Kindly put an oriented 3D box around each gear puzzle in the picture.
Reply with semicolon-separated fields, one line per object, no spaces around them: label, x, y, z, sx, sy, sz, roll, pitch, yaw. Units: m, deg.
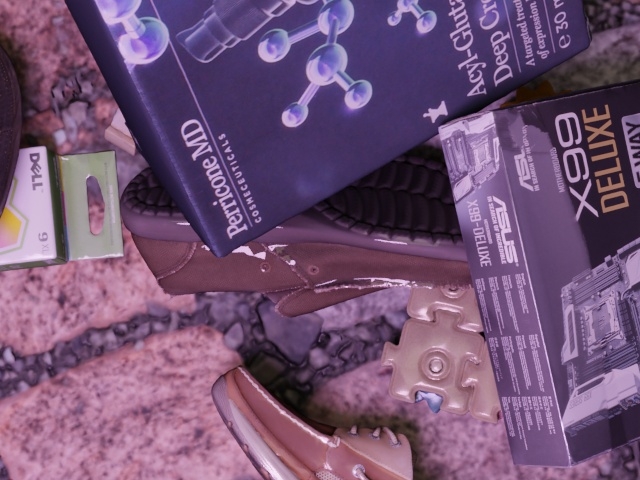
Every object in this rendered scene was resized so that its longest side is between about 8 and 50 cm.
gear puzzle;0.174;0.007;1.323;0.175;0.044;0.339;12;82;11

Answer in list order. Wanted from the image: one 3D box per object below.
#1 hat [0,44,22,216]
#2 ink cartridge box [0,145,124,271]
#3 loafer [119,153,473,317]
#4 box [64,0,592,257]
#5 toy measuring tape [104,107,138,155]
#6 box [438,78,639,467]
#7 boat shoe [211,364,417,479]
hat;-0.428;-0.103;1.240;0.331;0.134;0.331;-4;62;8
ink cartridge box;-0.300;-0.027;1.318;0.209;0.062;0.109;-6;84;-1
loafer;0.000;0.000;1.291;0.365;0.134;0.130;5;129;9
box;-0.005;-0.230;1.170;0.395;0.293;0.212;-30;43;-8
toy measuring tape;-0.107;-0.235;1.333;0.121;0.121;0.330;31;108;3
box;0.246;0.020;1.226;0.242;0.076;0.307;-13;92;-36
boat shoe;0.035;0.225;1.274;0.324;0.123;0.116;45;80;-3
